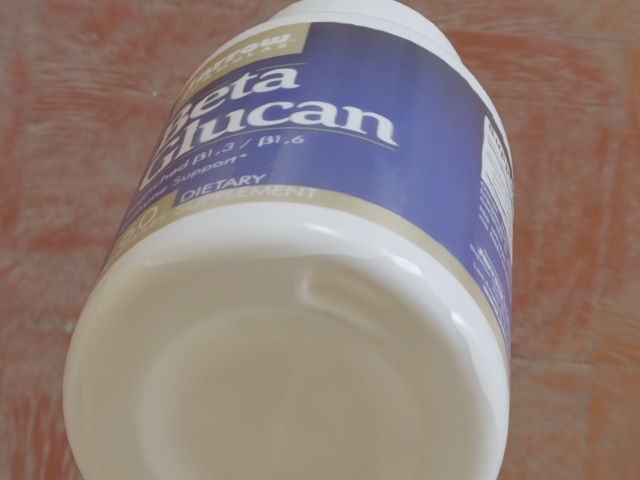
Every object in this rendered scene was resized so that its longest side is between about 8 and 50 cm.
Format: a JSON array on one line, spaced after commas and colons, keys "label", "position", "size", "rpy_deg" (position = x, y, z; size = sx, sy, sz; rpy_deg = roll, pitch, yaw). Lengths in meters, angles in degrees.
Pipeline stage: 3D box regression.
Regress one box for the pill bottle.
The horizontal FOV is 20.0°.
[{"label": "pill bottle", "position": [0.000, 0.000, 0.443], "size": [0.094, 0.169, 0.094], "rpy_deg": [3, 118, 5]}]
